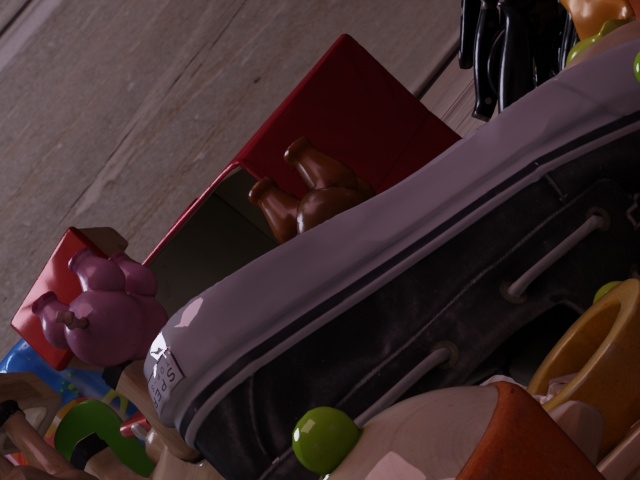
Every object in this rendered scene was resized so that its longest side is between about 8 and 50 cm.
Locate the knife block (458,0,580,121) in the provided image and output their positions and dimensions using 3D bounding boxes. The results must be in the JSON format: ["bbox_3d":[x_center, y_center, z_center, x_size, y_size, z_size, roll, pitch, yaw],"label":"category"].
[{"bbox_3d":[0.152,-0.200,1.181,0.276,0.088,0.242,104,160,-55],"label":"knife block"}]

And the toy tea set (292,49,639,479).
[{"bbox_3d":[0.095,0.020,0.584,0.200,0.124,0.336,-48,5,26],"label":"toy tea set"}]

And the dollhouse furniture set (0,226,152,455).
[{"bbox_3d":[-0.234,0.193,1.464,0.374,0.201,0.152,-57,-24,16],"label":"dollhouse furniture set"}]

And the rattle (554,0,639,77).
[{"bbox_3d":[0.099,-0.069,0.973,0.199,0.143,0.130,-39,-11,0],"label":"rattle"}]

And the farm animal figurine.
[{"bbox_3d":[-0.059,0.121,1.066,0.330,0.172,0.327,-37,-20,-23],"label":"farm animal figurine"}]

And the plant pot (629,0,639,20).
[{"bbox_3d":[0.220,-0.269,0.987,0.203,0.291,0.291,-34,1,-12],"label":"plant pot"}]

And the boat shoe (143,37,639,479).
[{"bbox_3d":[0.084,0.021,0.807,0.335,0.119,0.121,-32,-16,-22],"label":"boat shoe"}]

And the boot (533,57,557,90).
[{"bbox_3d":[0.192,-0.141,1.442,0.198,0.077,0.137,-34,-15,-53],"label":"boot"}]

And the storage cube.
[{"bbox_3d":[0.000,0.000,1.369,0.215,0.183,0.193,-47,5,43],"label":"storage cube"}]

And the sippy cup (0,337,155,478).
[{"bbox_3d":[-0.197,0.168,1.712,0.240,0.224,0.305,-53,4,-37],"label":"sippy cup"}]
